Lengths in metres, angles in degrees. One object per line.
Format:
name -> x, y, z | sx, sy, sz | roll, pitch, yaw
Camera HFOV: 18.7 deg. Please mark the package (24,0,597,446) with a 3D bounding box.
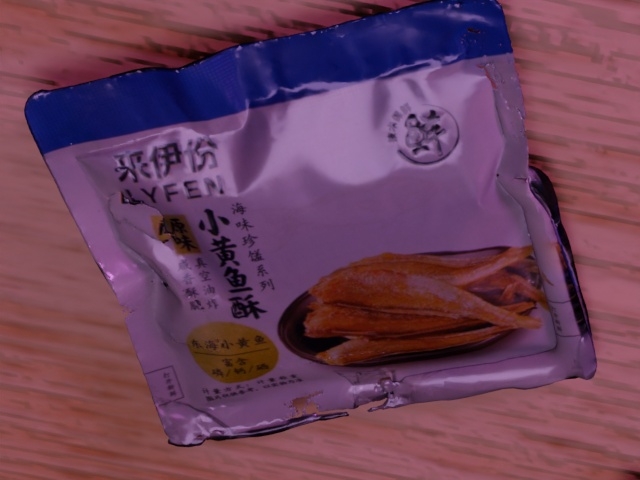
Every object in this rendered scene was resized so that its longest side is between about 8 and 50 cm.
package -> 0.000, 0.000, 0.698 | 0.171, 0.027, 0.173 | -11, 128, 13
